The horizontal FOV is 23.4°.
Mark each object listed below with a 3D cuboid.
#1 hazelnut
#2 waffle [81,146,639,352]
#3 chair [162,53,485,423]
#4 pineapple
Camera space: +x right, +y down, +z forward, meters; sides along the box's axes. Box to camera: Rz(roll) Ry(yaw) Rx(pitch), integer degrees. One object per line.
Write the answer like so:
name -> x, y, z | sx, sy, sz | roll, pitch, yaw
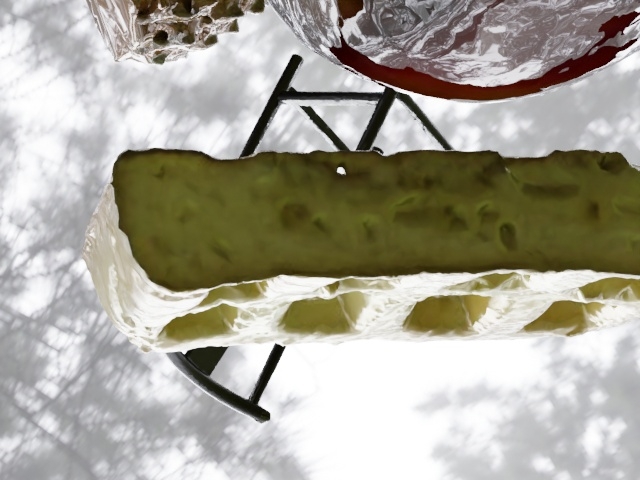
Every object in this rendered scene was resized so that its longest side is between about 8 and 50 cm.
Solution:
hazelnut -> 0.078, -0.140, 0.564 | 0.208, 0.208, 0.208 | 8, -115, -18
waffle -> 0.038, 0.008, 0.669 | 0.274, 0.168, 0.057 | -1, -103, -13
chair -> 0.000, 0.000, 1.174 | 0.154, 0.141, 0.260 | 45, -119, -40
pineapple -> -0.048, -0.304, 1.285 | 0.357, 0.223, 0.223 | -29, -100, -19
